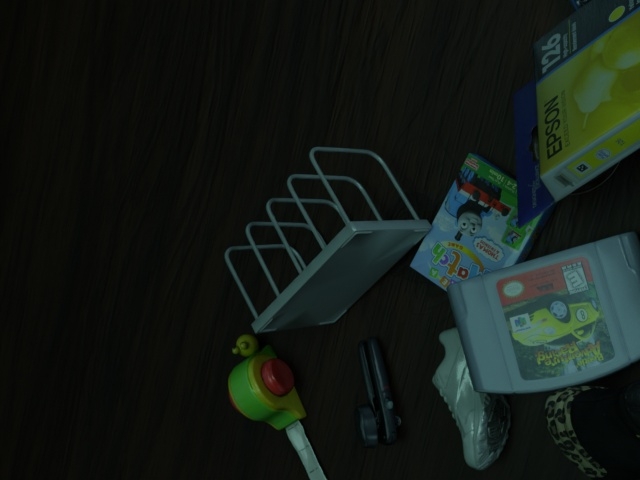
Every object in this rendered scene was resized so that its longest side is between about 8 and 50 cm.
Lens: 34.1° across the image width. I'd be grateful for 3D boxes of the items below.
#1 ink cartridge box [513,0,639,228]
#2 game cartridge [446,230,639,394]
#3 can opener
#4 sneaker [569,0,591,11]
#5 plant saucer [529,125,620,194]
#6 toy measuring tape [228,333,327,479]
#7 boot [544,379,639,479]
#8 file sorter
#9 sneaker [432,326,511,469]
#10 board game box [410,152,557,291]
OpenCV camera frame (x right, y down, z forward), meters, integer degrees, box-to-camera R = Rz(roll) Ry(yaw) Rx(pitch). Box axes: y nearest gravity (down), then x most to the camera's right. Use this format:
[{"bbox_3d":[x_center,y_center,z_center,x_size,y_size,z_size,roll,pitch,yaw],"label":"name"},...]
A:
[{"bbox_3d":[0.367,-0.209,1.440,0.307,0.072,0.304,-35,33,36],"label":"ink cartridge box"},{"bbox_3d":[0.349,0.120,1.538,0.294,0.060,0.196,-18,80,17],"label":"game cartridge"},{"bbox_3d":[0.095,0.254,1.753,0.059,0.073,0.186,-16,72,41],"label":"can opener"},{"bbox_3d":[0.380,-0.417,1.567,0.069,0.082,0.209,-24,92,-5],"label":"sneaker"},{"bbox_3d":[0.383,-0.152,1.576,0.168,0.029,0.168,0,89,35],"label":"plant saucer"},{"bbox_3d":[-0.082,0.316,1.836,0.121,0.121,0.330,-34,72,29],"label":"toy measuring tape"},{"bbox_3d":[0.508,0.294,1.401,0.284,0.377,0.138,-24,38,63],"label":"boot"},{"bbox_3d":[0.000,0.000,1.718,0.278,0.192,0.173,-47,61,34],"label":"file sorter"},{"bbox_3d":[0.233,0.245,1.652,0.115,0.090,0.232,-9,76,40],"label":"sneaker"},{"bbox_3d":[0.255,-0.008,1.655,0.160,0.039,0.211,35,110,29],"label":"board game box"}]
